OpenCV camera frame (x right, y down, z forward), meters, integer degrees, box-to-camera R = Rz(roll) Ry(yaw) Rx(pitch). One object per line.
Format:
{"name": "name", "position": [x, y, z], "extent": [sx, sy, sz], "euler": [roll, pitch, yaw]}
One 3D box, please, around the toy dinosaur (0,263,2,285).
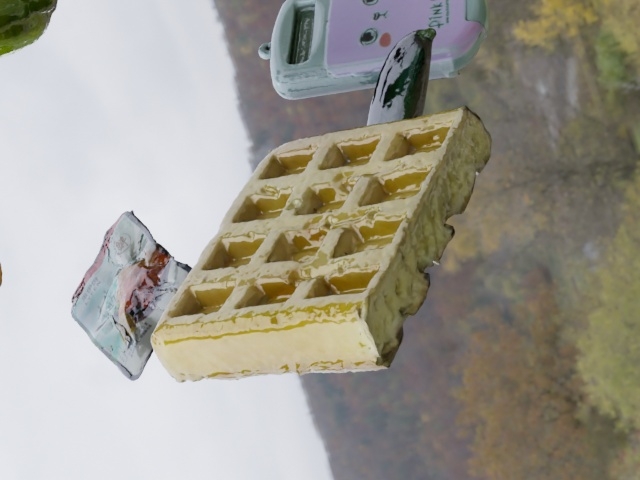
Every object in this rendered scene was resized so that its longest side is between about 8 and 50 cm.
{"name": "toy dinosaur", "position": [-0.243, -0.003, 0.656], "extent": [0.117, 0.070, 0.288], "euler": [54, -143, -66]}

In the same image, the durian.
{"name": "durian", "position": [-0.271, -0.180, 0.817], "extent": [0.250, 0.139, 0.101], "euler": [-119, 4, -69]}

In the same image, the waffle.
{"name": "waffle", "position": [0.000, 0.000, 0.858], "extent": [0.055, 0.221, 0.248], "euler": [55, -134, -30]}

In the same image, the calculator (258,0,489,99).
{"name": "calculator", "position": [0.052, -0.213, 1.131], "extent": [0.045, 0.246, 0.141], "euler": [65, -155, -49]}

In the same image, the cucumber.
{"name": "cucumber", "position": [0.064, -0.082, 1.055], "extent": [0.056, 0.056, 0.284], "euler": [-103, 19, -48]}

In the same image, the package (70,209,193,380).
{"name": "package", "position": [-0.247, 0.065, 1.389], "extent": [0.040, 0.166, 0.232], "euler": [28, -174, -41]}
